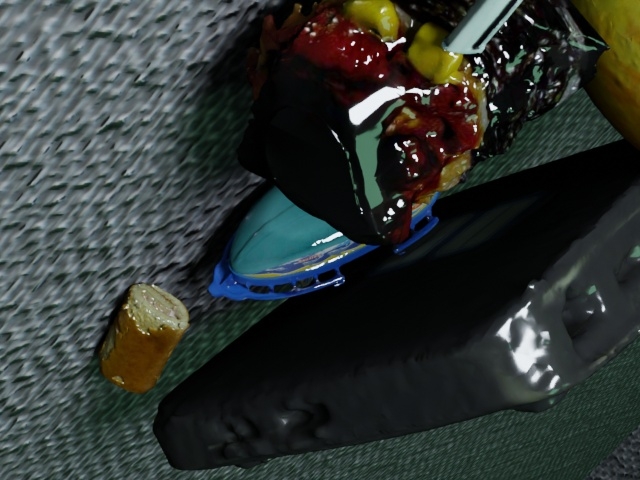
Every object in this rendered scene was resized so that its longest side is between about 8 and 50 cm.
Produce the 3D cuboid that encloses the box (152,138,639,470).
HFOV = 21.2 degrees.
[{"bbox_3d":[0.094,0.037,1.169,0.350,0.091,0.359,-18,-169,43],"label":"box"}]

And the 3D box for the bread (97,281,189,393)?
[{"bbox_3d":[-0.120,0.066,1.156,0.083,0.047,0.036,-58,-175,44],"label":"bread"}]

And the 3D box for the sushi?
[{"bbox_3d":[0.034,-0.082,0.962,0.172,0.153,0.150,-33,-167,47],"label":"sushi"}]

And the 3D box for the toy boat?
[{"bbox_3d":[0.000,0.000,1.166,0.175,0.091,0.110,-30,154,-17],"label":"toy boat"}]

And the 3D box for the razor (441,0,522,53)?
[{"bbox_3d":[0.111,-0.193,0.909,0.084,0.036,0.211,-49,-164,49],"label":"razor"}]

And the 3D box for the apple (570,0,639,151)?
[{"bbox_3d":[0.275,-0.179,1.025,0.301,0.301,0.301,-35,160,-15],"label":"apple"}]
